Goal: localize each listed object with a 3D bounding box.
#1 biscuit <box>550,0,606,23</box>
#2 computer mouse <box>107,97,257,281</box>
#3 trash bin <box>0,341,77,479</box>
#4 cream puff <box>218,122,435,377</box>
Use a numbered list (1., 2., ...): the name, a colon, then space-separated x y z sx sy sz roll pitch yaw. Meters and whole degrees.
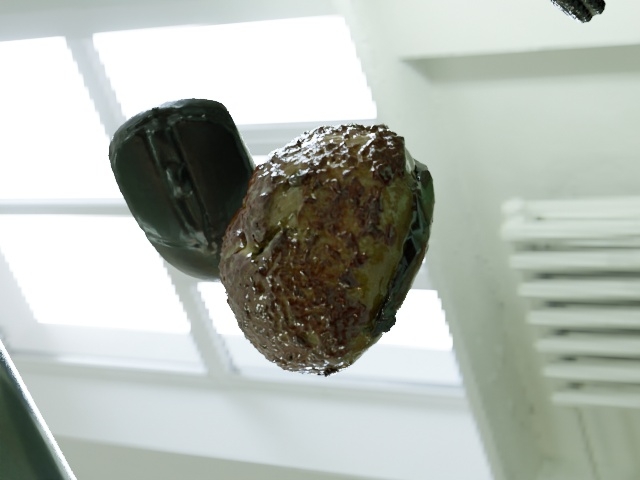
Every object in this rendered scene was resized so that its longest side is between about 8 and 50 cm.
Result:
1. biscuit: 0.151 -0.179 0.932 0.027 0.089 0.087 -49 -40 12
2. computer mouse: -0.117 -0.031 1.443 0.270 0.137 0.086 61 -165 -48
3. trash bin: -0.327 0.126 0.913 0.280 0.280 0.432 9 -136 -56
4. cream puff: 0.000 0.001 1.217 0.164 0.240 0.240 33 -122 -17
